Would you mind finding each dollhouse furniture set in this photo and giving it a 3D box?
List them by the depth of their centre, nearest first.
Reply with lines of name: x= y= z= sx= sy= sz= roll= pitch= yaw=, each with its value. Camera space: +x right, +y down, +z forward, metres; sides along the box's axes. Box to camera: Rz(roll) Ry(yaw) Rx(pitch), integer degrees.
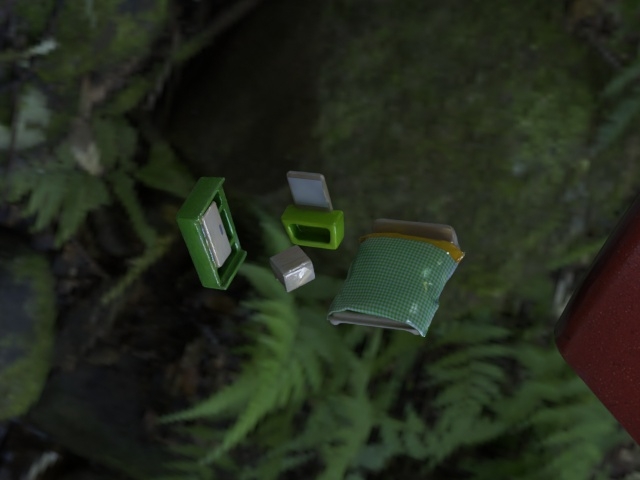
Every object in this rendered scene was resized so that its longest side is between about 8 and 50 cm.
dollhouse furniture set: x=0.000 y=0.000 z=1.014 sx=0.076 sy=0.152 sz=0.058 roll=-60 pitch=147 yaw=-41

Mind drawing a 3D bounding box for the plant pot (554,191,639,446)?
plant pot: x=0.280 y=0.022 z=0.908 sx=0.267 sy=0.236 sz=0.267 roll=50 pitch=39 yaw=4
